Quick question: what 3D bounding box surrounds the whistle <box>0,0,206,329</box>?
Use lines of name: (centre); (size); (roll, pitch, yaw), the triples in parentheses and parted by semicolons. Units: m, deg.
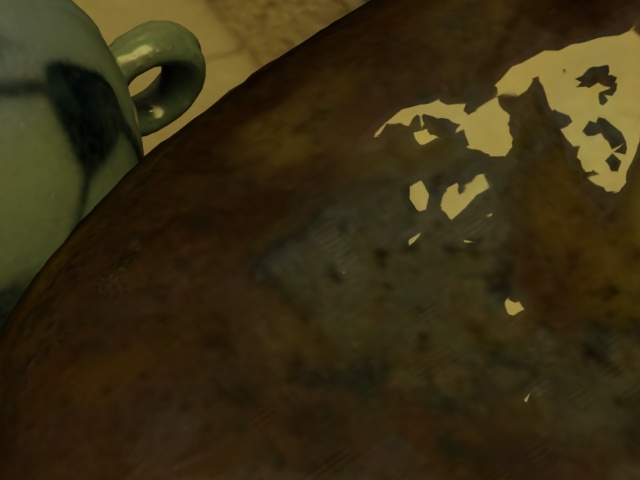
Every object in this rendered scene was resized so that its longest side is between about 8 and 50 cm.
whistle: (-0.159, -0.007, 0.542); (0.289, 0.163, 0.163); (-26, 61, -25)

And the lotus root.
lotus root: (0.052, 0.055, 0.472); (0.250, 0.250, 0.346); (40, 58, 20)
